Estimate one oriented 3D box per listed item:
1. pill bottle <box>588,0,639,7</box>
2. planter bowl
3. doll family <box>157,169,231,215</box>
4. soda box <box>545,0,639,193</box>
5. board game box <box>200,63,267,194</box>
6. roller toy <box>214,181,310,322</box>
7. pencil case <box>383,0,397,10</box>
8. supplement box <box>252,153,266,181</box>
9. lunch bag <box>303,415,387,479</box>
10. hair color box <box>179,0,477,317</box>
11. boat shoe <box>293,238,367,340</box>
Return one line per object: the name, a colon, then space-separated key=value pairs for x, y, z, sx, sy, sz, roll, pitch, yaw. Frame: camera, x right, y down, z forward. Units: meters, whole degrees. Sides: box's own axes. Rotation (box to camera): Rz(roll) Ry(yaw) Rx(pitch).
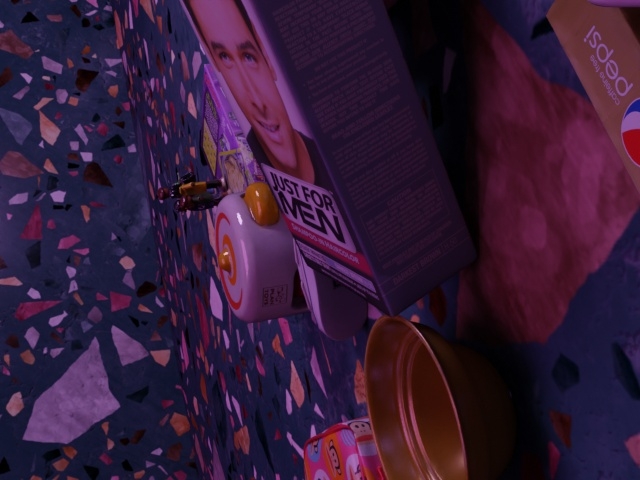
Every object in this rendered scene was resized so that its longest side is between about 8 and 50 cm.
pill bottle: x=0.186 y=-0.225 z=0.408 sx=0.117 sy=0.117 sz=0.215 roll=-145 pitch=48 yaw=-65
planter bowl: x=0.124 y=0.169 z=0.816 sx=0.217 sy=0.090 sz=0.217 roll=171 pitch=90 yaw=-71
doll family: x=-0.239 y=-0.084 z=1.593 sx=0.193 sy=0.111 sz=0.076 roll=148 pitch=112 yaw=-70
soda box: x=0.204 y=-0.090 z=0.505 sx=0.058 sy=0.061 sz=0.181 roll=111 pitch=145 yaw=-58
board game box: x=-0.155 y=-0.139 z=1.563 sx=0.208 sy=0.056 sz=0.347 roll=97 pitch=156 yaw=-49
roller toy: x=-0.077 y=0.019 z=1.248 sx=0.209 sy=0.146 sz=0.191 roll=154 pitch=106 yaw=-70
pencil case: x=0.035 y=-0.266 z=0.846 sx=0.284 sy=0.124 sz=0.124 roll=165 pitch=96 yaw=-72
supplement box: x=-0.081 y=-0.137 z=1.347 sx=0.055 sy=0.043 sz=0.083 roll=-162 pitch=65 yaw=-69
lunch bag: x=0.078 y=0.348 z=0.989 sx=0.258 sy=0.120 sz=0.293 roll=127 pitch=131 yaw=-64
hair color box: x=-0.003 y=-0.129 z=0.792 sx=0.185 sy=0.113 sz=0.375 roll=28 pitch=146 yaw=59
boat shoe: x=0.000 y=0.000 z=1.095 sx=0.084 sy=0.095 sz=0.258 roll=-150 pitch=54 yaw=-61
